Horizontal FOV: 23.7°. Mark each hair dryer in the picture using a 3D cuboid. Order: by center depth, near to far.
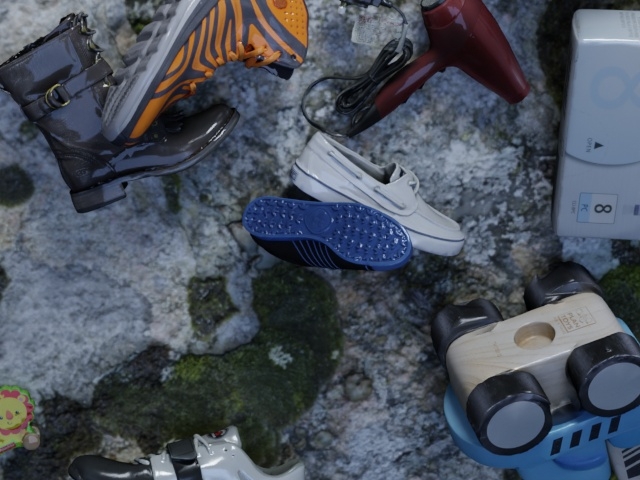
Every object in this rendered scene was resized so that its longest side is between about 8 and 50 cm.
[{"bbox_3d":[0.133,-0.232,1.967,0.293,0.080,0.223,8,125,-9],"label":"hair dryer"}]

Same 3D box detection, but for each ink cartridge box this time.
[{"bbox_3d":[0.503,-0.139,1.963,0.385,0.091,0.308,3,127,5],"label":"ink cartridge box"}]

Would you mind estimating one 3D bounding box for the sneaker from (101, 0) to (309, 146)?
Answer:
[{"bbox_3d":[-0.121,-0.221,1.842,0.180,0.124,0.321,36,81,-23],"label":"sneaker"}]

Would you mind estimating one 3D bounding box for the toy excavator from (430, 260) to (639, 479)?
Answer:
[{"bbox_3d":[0.400,0.258,2.149,0.433,0.222,0.445,-19,127,-4],"label":"toy excavator"}]

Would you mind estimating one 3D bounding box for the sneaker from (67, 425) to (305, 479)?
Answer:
[{"bbox_3d":[-0.176,0.314,2.089,0.330,0.122,0.146,16,89,-16],"label":"sneaker"}]

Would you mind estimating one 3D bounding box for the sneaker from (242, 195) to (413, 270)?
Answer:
[{"bbox_3d":[0.017,-0.002,1.959,0.232,0.090,0.081,14,74,22],"label":"sneaker"}]

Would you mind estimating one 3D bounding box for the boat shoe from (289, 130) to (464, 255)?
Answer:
[{"bbox_3d":[0.089,-0.061,1.997,0.258,0.095,0.084,23,109,-20],"label":"boat shoe"}]

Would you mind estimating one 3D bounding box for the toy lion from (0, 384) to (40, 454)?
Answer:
[{"bbox_3d":[-0.427,0.245,2.046,0.100,0.034,0.096,-25,107,-1],"label":"toy lion"}]

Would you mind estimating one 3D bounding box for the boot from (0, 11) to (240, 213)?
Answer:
[{"bbox_3d":[-0.254,-0.179,1.889,0.263,0.091,0.229,-28,106,-8],"label":"boot"}]
